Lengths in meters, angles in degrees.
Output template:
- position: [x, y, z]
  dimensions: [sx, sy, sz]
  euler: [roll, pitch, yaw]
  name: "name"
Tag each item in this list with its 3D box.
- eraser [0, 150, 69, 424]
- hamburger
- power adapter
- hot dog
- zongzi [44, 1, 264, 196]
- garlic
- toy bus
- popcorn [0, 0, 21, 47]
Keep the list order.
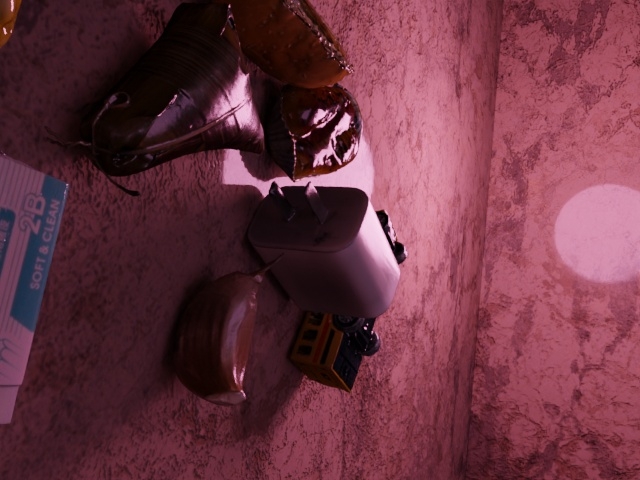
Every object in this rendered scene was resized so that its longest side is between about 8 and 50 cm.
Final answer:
- position: [-0.291, 0.040, 0.481]
  dimensions: [0.095, 0.052, 0.225]
  euler: [29, 68, -62]
  name: "eraser"
- position: [-0.060, -0.299, 0.783]
  dimensions: [0.262, 0.130, 0.124]
  euler: [36, 28, -51]
  name: "hamburger"
- position: [0.000, 0.000, 0.870]
  dimensions: [0.255, 0.186, 0.124]
  euler: [60, 42, -45]
  name: "power adapter"
- position: [0.003, -0.189, 0.963]
  dimensions: [0.270, 0.081, 0.163]
  euler: [-28, 119, -58]
  name: "hot dog"
- position: [-0.153, -0.114, 0.669]
  dimensions: [0.248, 0.111, 0.241]
  euler: [-61, 149, -30]
  name: "zongzi"
- position: [-0.117, 0.109, 0.729]
  dimensions: [0.090, 0.128, 0.198]
  euler: [38, 62, -38]
  name: "garlic"
- position: [0.059, 0.103, 1.057]
  dimensions: [0.121, 0.122, 0.336]
  euler: [56, 46, -47]
  name: "toy bus"
- position: [-0.282, -0.197, 0.303]
  dimensions: [0.225, 0.249, 0.250]
  euler: [7, 88, -44]
  name: "popcorn"
